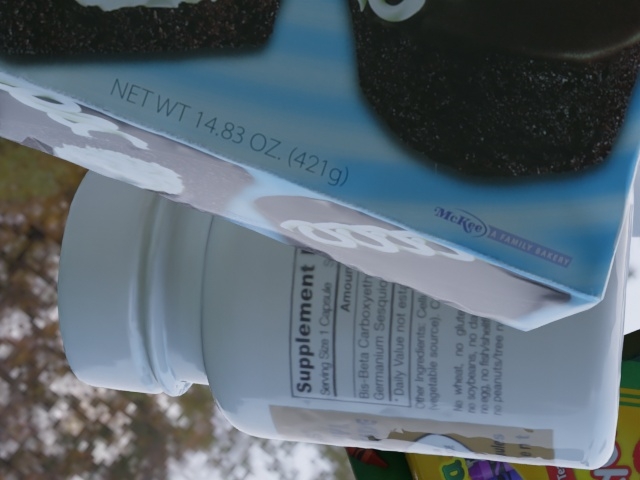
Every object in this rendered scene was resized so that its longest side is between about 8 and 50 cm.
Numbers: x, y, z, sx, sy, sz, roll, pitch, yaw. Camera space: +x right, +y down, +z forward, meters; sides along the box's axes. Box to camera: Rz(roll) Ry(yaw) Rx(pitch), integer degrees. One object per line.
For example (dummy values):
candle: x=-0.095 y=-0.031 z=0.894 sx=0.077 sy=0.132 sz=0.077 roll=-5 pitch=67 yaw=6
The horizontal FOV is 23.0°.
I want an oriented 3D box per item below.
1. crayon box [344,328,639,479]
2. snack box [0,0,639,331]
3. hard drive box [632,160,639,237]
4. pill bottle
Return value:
crayon box: x=0.204 y=0.233 z=1.486 sx=0.318 sy=0.202 sz=0.081 roll=-21 pitch=-170 yaw=-4
snack box: x=-0.052 y=-0.117 z=0.441 sx=0.060 sy=0.322 sz=0.187 roll=137 pitch=-28 yaw=-71
hard drive box: x=0.203 y=-0.098 z=1.321 sx=0.089 sy=0.232 sz=0.181 roll=18 pitch=-76 yaw=48
pill bottle: x=0.014 y=0.022 z=0.669 sx=0.229 sy=0.131 sz=0.131 roll=4 pitch=-134 yaw=12
